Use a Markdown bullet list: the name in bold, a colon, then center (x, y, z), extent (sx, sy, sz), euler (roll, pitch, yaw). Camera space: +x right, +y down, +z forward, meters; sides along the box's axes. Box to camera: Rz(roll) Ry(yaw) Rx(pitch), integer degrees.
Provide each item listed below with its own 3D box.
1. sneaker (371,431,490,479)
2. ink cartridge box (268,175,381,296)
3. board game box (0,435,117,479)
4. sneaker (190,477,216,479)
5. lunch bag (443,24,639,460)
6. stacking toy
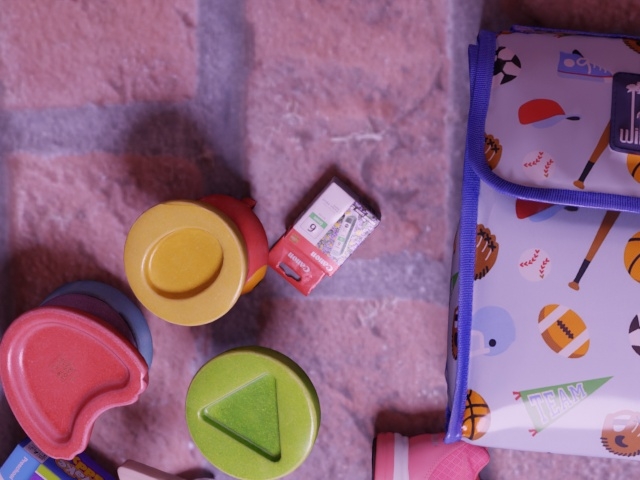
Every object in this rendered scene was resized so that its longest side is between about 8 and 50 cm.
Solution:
- **sneaker**: center (0.140, 0.337, 1.776), extent (0.136, 0.116, 0.314), euler (-11, 105, 5)
- **ink cartridge box**: center (0.000, 0.000, 1.732), extent (0.063, 0.029, 0.115), euler (40, 104, -8)
- **board game box**: center (-0.299, 0.393, 1.812), extent (0.233, 0.078, 0.347), euler (38, 108, 3)
- **sneaker**: center (-0.106, 0.314, 1.818), extent (0.061, 0.054, 0.152), euler (-26, 102, 8)
- **lunch bag**: center (0.282, 0.004, 1.617), extent (0.327, 0.239, 0.386), euler (6, 90, 3)
- **stacking toy**: center (-0.136, 0.119, 1.725), extent (0.309, 0.130, 0.279), euler (-33, 93, 23)
